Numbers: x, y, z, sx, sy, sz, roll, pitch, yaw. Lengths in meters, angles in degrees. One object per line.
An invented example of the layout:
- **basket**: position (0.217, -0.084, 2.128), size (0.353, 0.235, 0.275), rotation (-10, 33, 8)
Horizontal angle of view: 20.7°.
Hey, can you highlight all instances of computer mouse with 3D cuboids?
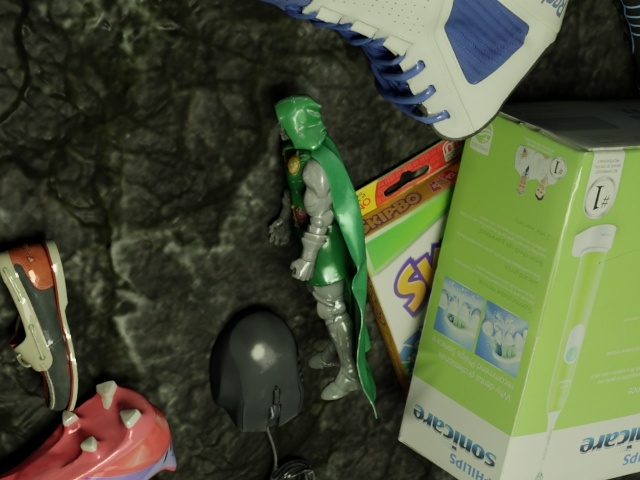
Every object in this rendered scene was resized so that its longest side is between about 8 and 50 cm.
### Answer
- **computer mouse**: position (-0.037, 0.156, 1.375), size (0.071, 0.041, 0.242), rotation (-23, 128, -18)

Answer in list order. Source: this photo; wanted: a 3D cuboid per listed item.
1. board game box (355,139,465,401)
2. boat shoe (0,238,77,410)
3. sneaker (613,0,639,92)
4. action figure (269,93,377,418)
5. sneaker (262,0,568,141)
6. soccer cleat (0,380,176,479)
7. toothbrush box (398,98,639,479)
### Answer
- **board game box**: position (0.102, 0.042, 1.395), size (0.124, 0.039, 0.259), rotation (-31, 127, -13)
- **boat shoe**: position (-0.196, 0.062, 1.218), size (0.043, 0.049, 0.137), rotation (-15, 122, -19)
- **sneaker**: position (0.246, -0.198, 1.310), size (0.090, 0.081, 0.232), rotation (6, 134, 5)
- **action figure**: position (0.000, 0.000, 1.267), size (0.063, 0.137, 0.232), rotation (-13, 116, -8)
- **sneaker**: position (0.057, -0.152, 1.185), size (0.316, 0.127, 0.182), rotation (-7, 119, -29)
- **soccer cleat**: position (-0.215, 0.200, 1.275), size (0.248, 0.083, 0.095), rotation (-35, 135, -11)
- **toothbrush box**: position (0.198, 0.041, 1.354), size (0.206, 0.122, 0.283), rotation (-6, 114, -40)
